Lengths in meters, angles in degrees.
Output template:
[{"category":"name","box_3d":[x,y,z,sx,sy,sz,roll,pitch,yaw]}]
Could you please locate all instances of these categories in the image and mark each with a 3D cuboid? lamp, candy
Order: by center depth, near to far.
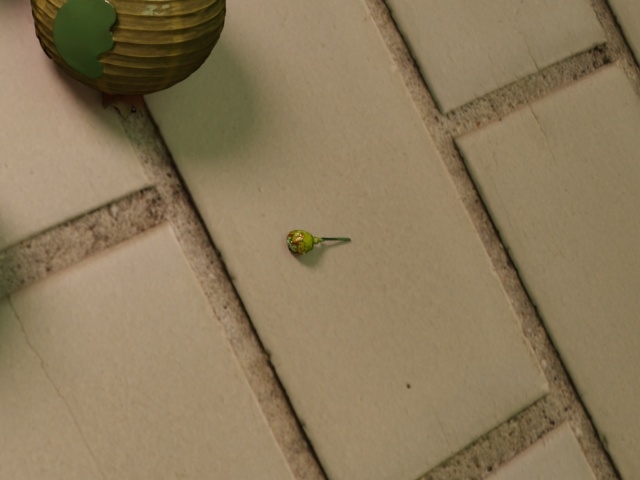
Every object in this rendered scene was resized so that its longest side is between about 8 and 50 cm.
[{"category":"lamp","box_3d":[-0.241,-0.281,2.004,0.250,0.284,0.250,5,36,-3]},{"category":"candy","box_3d":[0.000,0.000,2.195,0.123,0.035,0.035,-5,86,-48]}]
